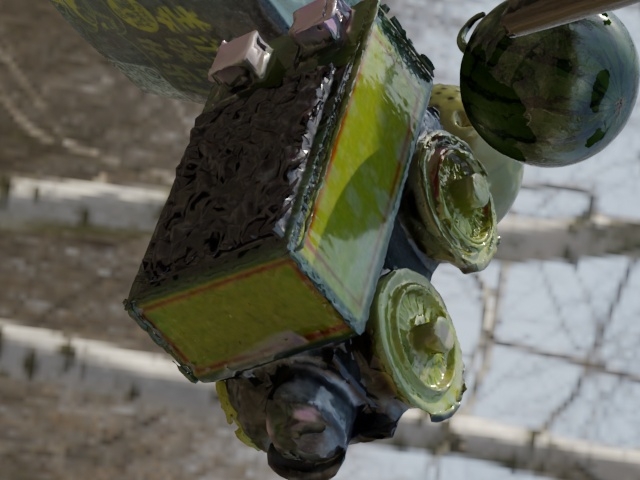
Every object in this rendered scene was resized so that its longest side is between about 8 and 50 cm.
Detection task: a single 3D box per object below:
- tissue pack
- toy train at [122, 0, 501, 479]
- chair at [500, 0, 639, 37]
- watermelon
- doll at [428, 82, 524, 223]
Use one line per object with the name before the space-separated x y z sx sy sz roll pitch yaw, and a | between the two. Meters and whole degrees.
tissue pack | -0.080 -0.166 1.342 0.257 0.185 0.081 13 -113 41
toy train | 0.000 0.000 1.012 0.134 0.177 0.261 -20 -144 32
chair | 0.192 -0.140 0.496 0.272 0.166 0.188 -13 -114 60
watermelon | 0.120 -0.089 1.005 0.109 0.109 0.109 -172 -90 -74
doll | 0.082 -0.048 1.761 0.177 0.261 0.161 -1 -63 52
